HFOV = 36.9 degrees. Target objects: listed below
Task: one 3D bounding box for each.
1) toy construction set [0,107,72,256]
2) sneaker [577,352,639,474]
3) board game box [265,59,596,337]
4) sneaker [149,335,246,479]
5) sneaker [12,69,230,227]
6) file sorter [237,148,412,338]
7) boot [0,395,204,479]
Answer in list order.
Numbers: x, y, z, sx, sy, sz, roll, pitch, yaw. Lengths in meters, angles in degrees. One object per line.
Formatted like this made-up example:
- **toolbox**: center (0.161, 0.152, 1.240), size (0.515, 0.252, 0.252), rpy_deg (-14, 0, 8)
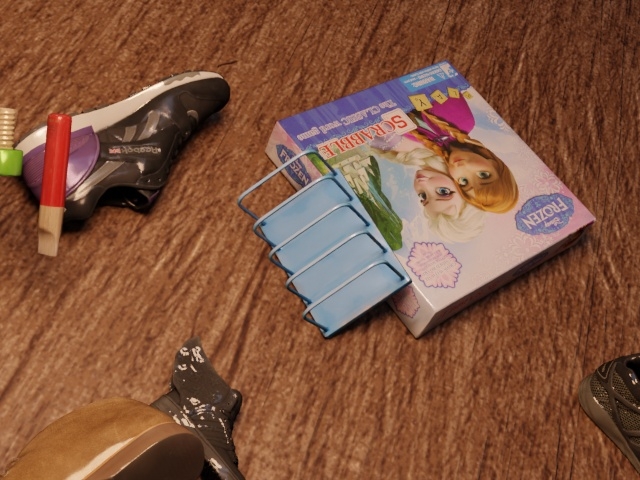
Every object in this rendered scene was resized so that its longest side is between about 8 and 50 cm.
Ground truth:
- **toy construction set**: center (-0.405, -0.020, 0.922), size (0.309, 0.257, 0.237), rpy_deg (6, 96, 2)
- **sneaker**: center (0.412, 0.219, 1.095), size (0.087, 0.130, 0.227), rpy_deg (-31, 72, -34)
- **board game box**: center (0.146, -0.071, 1.248), size (0.319, 0.066, 0.318), rpy_deg (-26, 67, -34)
- **sneaker**: center (-0.105, 0.182, 0.967), size (0.170, 0.051, 0.089), rpy_deg (43, 56, 17)
- **sneaker**: center (-0.210, -0.101, 1.126), size (0.283, 0.107, 0.124), rpy_deg (-29, 84, -32)
- **file sorter**: center (0.000, 0.000, 1.079), size (0.118, 0.104, 0.170), rpy_deg (-34, 66, 7)
- **boot**: center (-0.258, 0.243, 0.852), size (0.305, 0.112, 0.115), rpy_deg (-28, 39, -31)
